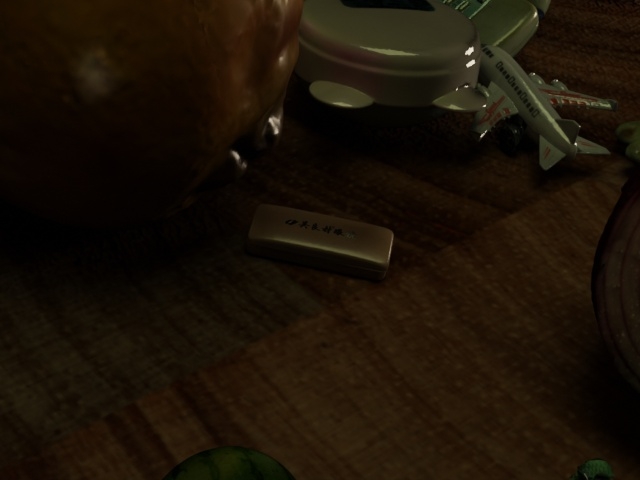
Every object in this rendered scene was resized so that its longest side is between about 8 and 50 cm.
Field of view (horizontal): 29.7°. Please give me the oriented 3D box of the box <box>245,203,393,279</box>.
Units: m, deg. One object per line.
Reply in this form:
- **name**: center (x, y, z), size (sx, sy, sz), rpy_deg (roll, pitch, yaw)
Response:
- **box**: center (0.000, 0.000, 0.961), size (0.115, 0.025, 0.048), rpy_deg (12, 36, 3)

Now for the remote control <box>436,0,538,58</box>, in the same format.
- **remote control**: center (0.119, -0.258, 1.283), size (0.098, 0.038, 0.233), rpy_deg (-42, 57, -17)

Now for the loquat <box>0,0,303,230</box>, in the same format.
- **loquat**: center (-0.164, -0.171, 0.904), size (0.328, 0.329, 0.328), rpy_deg (6, 38, -5)

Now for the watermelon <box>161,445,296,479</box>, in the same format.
- **watermelon**: center (-0.051, 0.171, 0.680), size (0.108, 0.109, 0.109), rpy_deg (6, 38, -5)

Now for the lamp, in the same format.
- **lamp**: center (0.053, -0.179, 1.132), size (0.179, 0.108, 0.246), rpy_deg (4, 36, -15)

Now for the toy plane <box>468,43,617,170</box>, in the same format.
- **toy plane**: center (0.191, -0.126, 1.130), size (0.162, 0.066, 0.171), rpy_deg (-14, 42, -26)

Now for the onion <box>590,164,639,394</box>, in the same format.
- **onion**: center (0.336, 0.033, 0.850), size (0.256, 0.272, 0.230), rpy_deg (42, 22, 26)

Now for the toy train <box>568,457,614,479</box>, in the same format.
- **toy train**: center (0.186, 0.194, 0.721), size (0.149, 0.081, 0.099), rpy_deg (6, 37, -14)

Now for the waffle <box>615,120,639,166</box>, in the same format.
- **waffle**: center (0.393, -0.062, 1.102), size (0.223, 0.054, 0.204), rpy_deg (-5, 41, -19)

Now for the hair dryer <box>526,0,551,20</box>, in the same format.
- **hair dryer**: center (0.177, -0.333, 1.347), size (0.199, 0.067, 0.167), rpy_deg (17, 78, 18)
